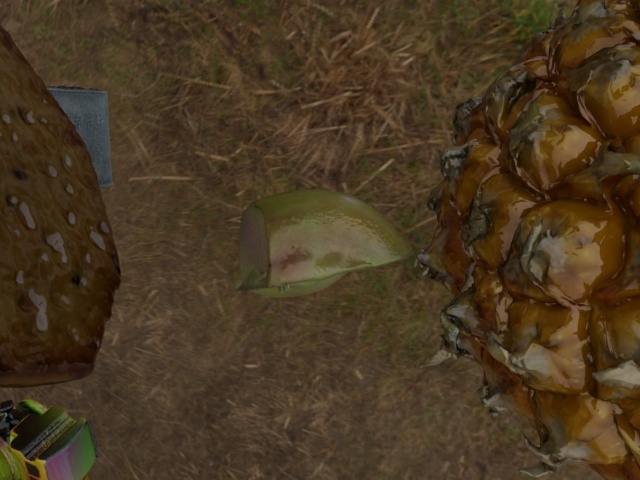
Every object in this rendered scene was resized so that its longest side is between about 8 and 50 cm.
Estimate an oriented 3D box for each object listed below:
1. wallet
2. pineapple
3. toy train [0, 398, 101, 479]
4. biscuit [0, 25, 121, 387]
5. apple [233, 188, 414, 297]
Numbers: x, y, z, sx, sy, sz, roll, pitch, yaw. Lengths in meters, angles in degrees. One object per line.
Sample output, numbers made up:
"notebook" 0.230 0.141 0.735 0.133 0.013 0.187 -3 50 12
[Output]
"wallet" -0.383 -0.151 1.216 0.036 0.222 0.167 1 99 17
"pineapple" 0.141 0.023 0.411 0.209 0.286 0.344 -28 81 4
"toy train" -0.372 0.350 1.093 0.100 0.160 0.296 -45 141 -49
"biscuit" -0.271 -0.046 0.643 0.046 0.359 0.359 -22 100 13
"apple" 0.000 0.000 0.919 0.193 0.265 0.120 -9 88 -13
